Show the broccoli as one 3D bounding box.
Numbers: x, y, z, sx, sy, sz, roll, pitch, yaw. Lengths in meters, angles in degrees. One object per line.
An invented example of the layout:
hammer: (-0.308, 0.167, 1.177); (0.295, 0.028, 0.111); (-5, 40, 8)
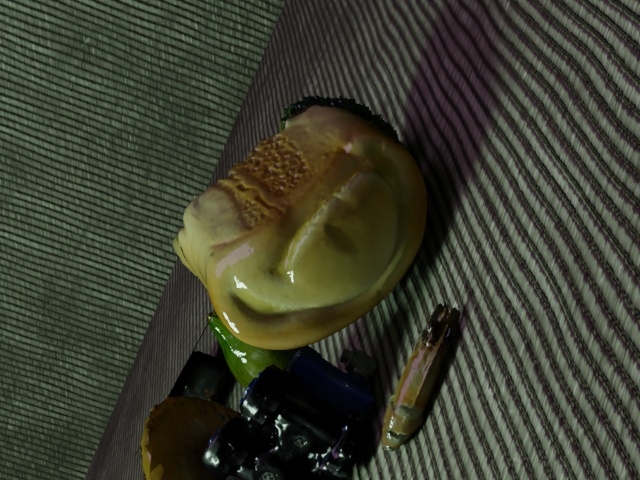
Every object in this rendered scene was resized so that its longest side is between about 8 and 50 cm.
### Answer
broccoli: (0.014, -0.100, 1.879); (0.194, 0.220, 0.194); (-20, 57, 33)

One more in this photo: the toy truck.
toy truck: (-0.028, 0.228, 1.698); (0.213, 0.161, 0.177); (-56, 1, 26)

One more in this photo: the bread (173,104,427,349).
bread: (0.000, 0.000, 1.715); (0.316, 0.211, 0.270); (-44, 34, -4)

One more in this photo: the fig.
fig: (-0.108, 0.161, 2.096); (0.123, 0.156, 0.123); (-54, 22, 34)

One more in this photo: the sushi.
sushi: (-0.223, 0.283, 2.559); (0.296, 0.100, 0.373); (-62, 2, -4)

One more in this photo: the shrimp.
shrimp: (0.108, 0.149, 1.511); (0.099, 0.041, 0.180); (-61, -6, -75)

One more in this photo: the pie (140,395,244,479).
pie: (-0.128, 0.316, 1.753); (0.069, 0.273, 0.273); (-26, 38, 31)
